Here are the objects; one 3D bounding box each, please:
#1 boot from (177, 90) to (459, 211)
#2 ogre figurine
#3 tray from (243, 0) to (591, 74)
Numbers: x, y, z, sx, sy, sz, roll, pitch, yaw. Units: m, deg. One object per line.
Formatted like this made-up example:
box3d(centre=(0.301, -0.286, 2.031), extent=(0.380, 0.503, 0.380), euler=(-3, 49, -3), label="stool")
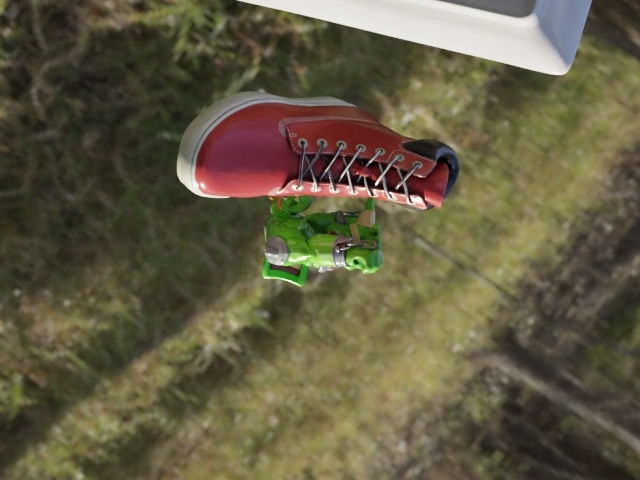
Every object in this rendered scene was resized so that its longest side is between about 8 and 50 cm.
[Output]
box3d(centre=(0.009, -0.066, 1.257), extent=(0.244, 0.176, 0.088), euler=(-14, 121, -48), label="boot")
box3d(centre=(0.000, 0.000, 1.483), extent=(0.197, 0.118, 0.097), euler=(-94, -174, -60), label="ogre figurine")
box3d(centre=(0.059, -0.210, 0.970), extent=(0.030, 0.270, 0.145), euler=(13, 94, -64), label="tray")
